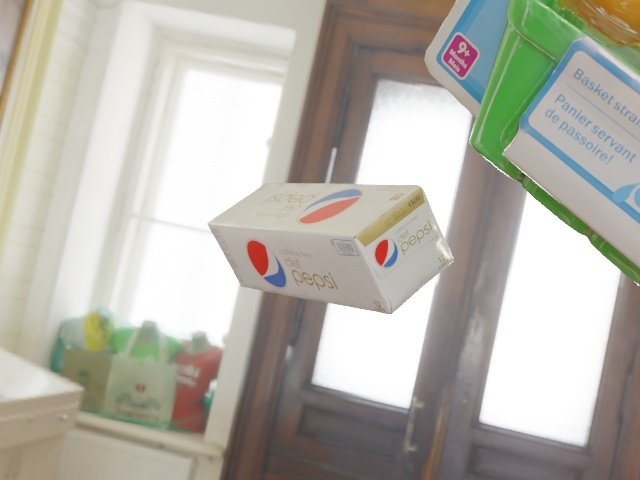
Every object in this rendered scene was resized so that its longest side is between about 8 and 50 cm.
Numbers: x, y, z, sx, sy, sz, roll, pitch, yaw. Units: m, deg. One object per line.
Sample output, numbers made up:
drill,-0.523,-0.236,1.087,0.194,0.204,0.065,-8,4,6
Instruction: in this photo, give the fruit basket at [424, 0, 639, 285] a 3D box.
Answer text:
fruit basket,0.241,-0.129,0.462,0.327,0.353,0.165,43,45,15

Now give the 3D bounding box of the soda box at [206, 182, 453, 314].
soda box,0.000,0.000,0.728,0.074,0.069,0.216,-37,24,-27
